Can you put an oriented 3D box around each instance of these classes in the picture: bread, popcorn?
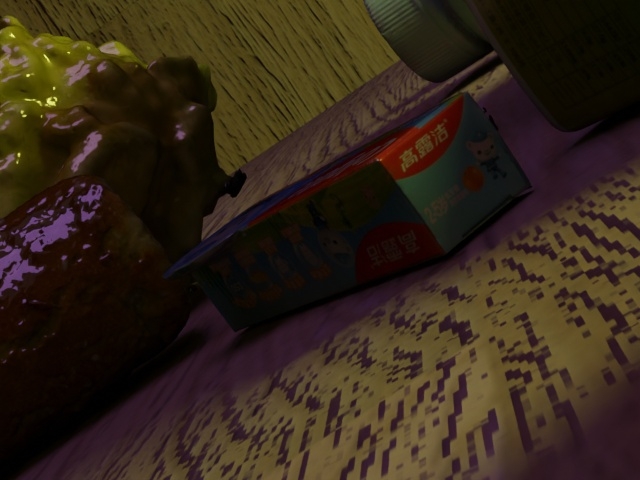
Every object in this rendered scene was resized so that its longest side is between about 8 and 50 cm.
[{"bbox_3d":[-0.154,0.049,0.807,0.172,0.103,0.132,-36,5,-9],"label":"bread"},{"bbox_3d":[-0.158,-0.028,1.052,0.225,0.249,0.249,-5,6,0],"label":"popcorn"}]

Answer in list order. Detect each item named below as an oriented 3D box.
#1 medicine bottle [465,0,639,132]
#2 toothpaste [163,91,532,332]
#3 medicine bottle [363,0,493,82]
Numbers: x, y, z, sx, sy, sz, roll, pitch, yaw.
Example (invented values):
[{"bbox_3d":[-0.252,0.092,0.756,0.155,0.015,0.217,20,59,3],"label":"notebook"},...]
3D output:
[{"bbox_3d":[0.153,-0.124,0.570,0.132,0.088,0.188,-38,7,-32],"label":"medicine bottle"},{"bbox_3d":[0.000,0.000,0.644,0.070,0.044,0.193,-39,7,-27],"label":"toothpaste"},{"bbox_3d":[0.151,-0.230,1.250,0.225,0.139,0.139,-31,6,27],"label":"medicine bottle"}]
